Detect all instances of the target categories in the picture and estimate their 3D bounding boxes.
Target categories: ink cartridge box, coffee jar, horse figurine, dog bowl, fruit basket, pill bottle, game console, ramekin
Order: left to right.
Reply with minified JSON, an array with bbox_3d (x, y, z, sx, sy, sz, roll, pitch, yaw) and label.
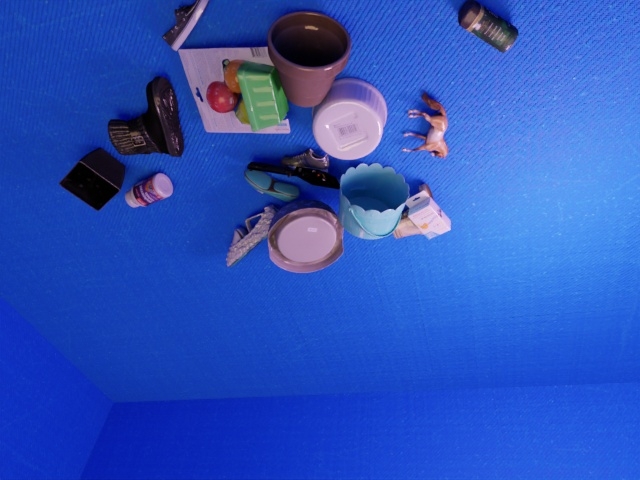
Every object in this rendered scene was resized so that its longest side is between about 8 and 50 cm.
[{"bbox_3d":[-0.743,-0.210,2.115,0.194,0.108,0.108,-19,128,24],"label":"pill bottle"},{"bbox_3d":[-0.296,-0.529,1.743,0.353,0.165,0.327,9,136,22],"label":"fruit basket"},{"bbox_3d":[-0.110,-0.262,1.948,0.361,0.043,0.213,12,180,17],"label":"game console"},{"bbox_3d":[-0.062,-0.023,2.081,0.349,0.102,0.348,-7,131,-8],"label":"dog bowl"},{"bbox_3d":[0.100,-0.425,1.765,0.277,0.135,0.277,4,134,4],"label":"ramekin"},{"bbox_3d":[0.422,-0.099,1.949,0.104,0.061,0.181,-30,115,35],"label":"ink cartridge box"},{"bbox_3d":[0.398,-0.405,1.789,0.175,0.066,0.263,10,137,7],"label":"horse figurine"},{"bbox_3d":[0.510,-0.660,1.506,0.184,0.096,0.079,24,129,-15],"label":"coffee jar"}]

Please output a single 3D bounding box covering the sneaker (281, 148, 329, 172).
[{"bbox_3d":[-0.057,-0.325,1.942,0.192,0.064,0.086,12,119,3],"label":"sneaker"}]

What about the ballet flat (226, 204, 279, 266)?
[{"bbox_3d":[-0.310,-0.029,2.233,0.147,0.147,0.409,38,124,-25],"label":"ballet flat"}]

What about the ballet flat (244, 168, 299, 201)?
[{"bbox_3d":[-0.211,-0.218,2.051,0.247,0.083,0.087,21,147,-9],"label":"ballet flat"}]

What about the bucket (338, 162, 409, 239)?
[{"bbox_3d":[0.199,-0.149,1.930,0.281,0.281,0.183,9,140,0],"label":"bucket"}]

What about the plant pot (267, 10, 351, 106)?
[{"bbox_3d":[-0.040,-0.566,1.600,0.263,0.263,0.229,9,151,0],"label":"plant pot"}]

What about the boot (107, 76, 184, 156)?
[{"bbox_3d":[-0.677,-0.457,1.854,0.260,0.131,0.348,6,134,3],"label":"boot"}]

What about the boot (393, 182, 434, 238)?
[{"bbox_3d":[0.378,-0.115,2.054,0.204,0.095,0.262,-7,135,17],"label":"boot"}]

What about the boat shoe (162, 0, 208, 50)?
[{"bbox_3d":[-0.447,-0.725,1.607,0.076,0.080,0.228,34,136,-25],"label":"boat shoe"}]

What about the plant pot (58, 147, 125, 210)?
[{"bbox_3d":[-0.926,-0.271,2.045,0.187,0.167,0.188,-31,122,32],"label":"plant pot"}]
